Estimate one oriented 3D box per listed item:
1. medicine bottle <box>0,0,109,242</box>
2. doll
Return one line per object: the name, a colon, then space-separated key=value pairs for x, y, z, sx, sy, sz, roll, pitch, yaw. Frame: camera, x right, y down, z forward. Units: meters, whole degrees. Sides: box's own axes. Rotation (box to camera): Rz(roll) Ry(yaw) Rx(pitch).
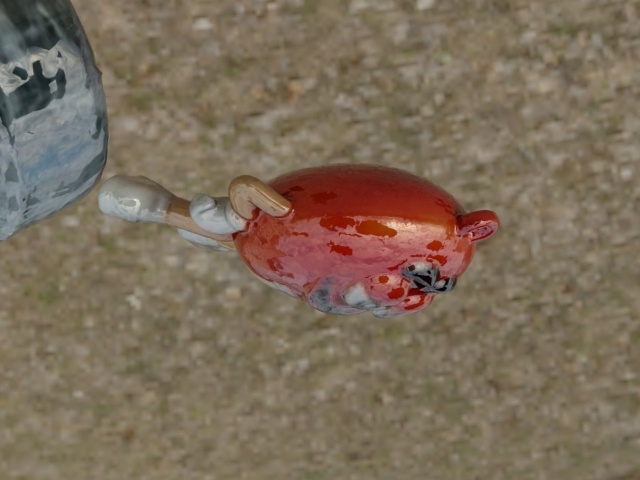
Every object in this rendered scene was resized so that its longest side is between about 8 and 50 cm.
medicine bottle: x=-0.197 y=0.005 z=0.361 sx=0.293 sy=0.141 sz=0.141 roll=-29 pitch=173 yaw=-31
doll: x=0.000 y=0.000 z=0.855 sx=0.217 sy=0.085 sz=0.183 roll=5 pitch=171 yaw=21
